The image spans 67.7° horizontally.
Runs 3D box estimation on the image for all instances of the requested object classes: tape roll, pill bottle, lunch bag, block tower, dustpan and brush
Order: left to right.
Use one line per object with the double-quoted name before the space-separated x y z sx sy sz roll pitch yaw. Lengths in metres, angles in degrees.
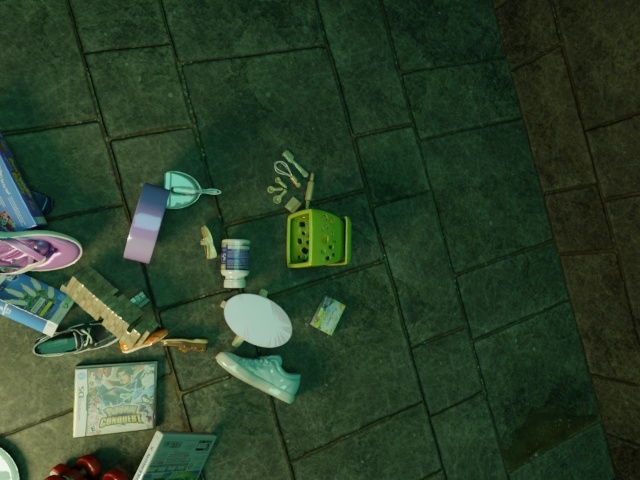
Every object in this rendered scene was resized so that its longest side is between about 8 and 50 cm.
"lunch bag" -0.981 -0.133 1.658 0.099 0.065 0.067 23 87 -8
"block tower" -0.733 0.232 1.664 0.335 0.091 0.097 40 117 -2
"tape roll" -0.611 -0.060 1.682 0.090 0.275 0.274 17 80 -19
"dustpan and brush" -0.496 -0.192 1.851 0.211 0.060 0.147 3 85 -21
"pill bottle" -0.332 0.090 1.864 0.112 0.112 0.186 3 84 -21

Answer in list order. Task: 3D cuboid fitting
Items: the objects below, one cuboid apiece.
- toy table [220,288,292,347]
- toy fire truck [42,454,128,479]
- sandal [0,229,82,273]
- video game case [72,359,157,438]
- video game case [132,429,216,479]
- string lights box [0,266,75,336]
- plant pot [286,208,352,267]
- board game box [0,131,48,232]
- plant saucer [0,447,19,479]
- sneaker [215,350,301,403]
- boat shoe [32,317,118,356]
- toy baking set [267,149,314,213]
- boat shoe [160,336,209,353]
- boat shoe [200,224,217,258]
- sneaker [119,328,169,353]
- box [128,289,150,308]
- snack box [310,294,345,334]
"toy table" -0.257 0.307 1.851 0.274 0.161 0.252 42 73 -12
"toy fire truck" -0.785 0.882 1.571 0.302 0.169 0.253 15 101 21
"sandal" -1.000 0.052 1.537 0.417 0.102 0.169 4 129 -29
"video game case" -0.733 0.565 1.715 0.275 0.035 0.248 1 85 -21
"video game case" -0.525 0.816 1.662 0.299 0.036 0.329 -66 152 -13
"string lights box" -0.980 0.200 1.594 0.260 0.076 0.133 30 33 -17
"plant pot" 0.000 0.000 1.944 0.207 0.228 0.227 4 84 -26
"board game box" -1.102 -0.159 1.572 0.234 0.078 0.347 -24 95 -2
"plant saucer" -1.148 0.800 1.535 0.318 0.044 0.317 2 85 -20
"sneaker" -0.235 0.497 1.871 0.366 0.135 0.150 37 66 -24
"boat shoe" -0.830 0.337 1.660 0.302 0.102 0.108 -9 89 -21
"toy baking set" -0.116 -0.246 2.016 0.197 0.030 0.256 17 80 -19
"boat shoe" -0.512 0.396 1.797 0.178 0.064 0.060 8 81 -23
"boat shoe" -0.444 0.008 1.861 0.045 0.050 0.135 -20 93 -26
"sneaker" -0.646 0.356 1.749 0.175 0.064 0.067 -18 96 -21
"box" -0.661 0.219 1.743 0.062 0.083 0.052 -40 99 -19
"snack box" 0.031 0.317 2.025 0.100 0.037 0.141 30 76 -18
